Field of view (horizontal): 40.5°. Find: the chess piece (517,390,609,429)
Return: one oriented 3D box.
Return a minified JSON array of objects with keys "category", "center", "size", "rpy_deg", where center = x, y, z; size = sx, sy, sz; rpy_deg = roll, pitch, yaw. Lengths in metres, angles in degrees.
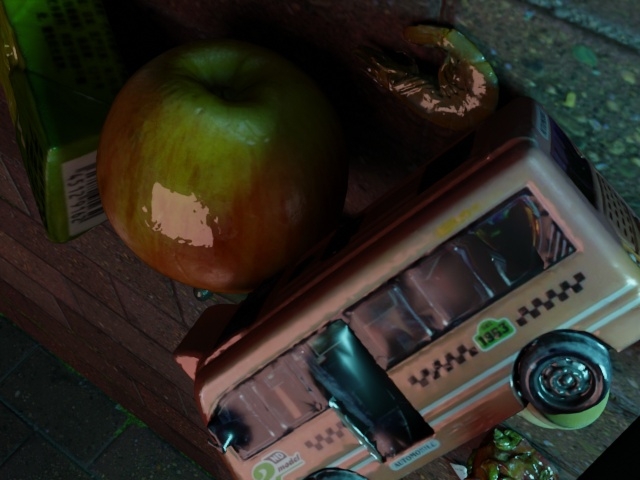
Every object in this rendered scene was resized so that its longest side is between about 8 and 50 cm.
[{"category":"chess piece","center":[0.202,0.194,1.134],"size":[0.117,0.117,0.397],"rpy_deg":[45,156,-6]}]

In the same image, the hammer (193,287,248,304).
[{"category":"hammer","center":[-0.076,0.131,1.497],"size":[0.440,0.044,0.168],"rpy_deg":[27,152,28]}]

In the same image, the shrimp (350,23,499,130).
[{"category":"shrimp","center":[0.094,-0.160,0.806],"size":[0.162,0.045,0.095],"rpy_deg":[33,153,22]}]

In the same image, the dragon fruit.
[{"category":"dragon fruit","center":[0.264,0.333,1.277],"size":[0.147,0.102,0.096],"rpy_deg":[3,143,39]}]

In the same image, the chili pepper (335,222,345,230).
[{"category":"chili pepper","center":[0.000,0.000,1.169],"size":[0.071,0.063,0.272],"rpy_deg":[29,162,-37]}]

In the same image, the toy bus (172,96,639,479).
[{"category":"toy bus","center":[0.080,0.077,0.791],"size":[0.427,0.203,0.233],"rpy_deg":[-36,100,24]}]

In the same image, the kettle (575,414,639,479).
[{"category":"kettle","center":[0.315,0.194,0.709],"size":[0.262,0.308,0.203],"rpy_deg":[20,133,52]}]

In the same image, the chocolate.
[{"category":"chocolate","center":[-0.339,-0.187,1.150],"size":[0.289,0.137,0.301],"rpy_deg":[67,157,15]}]

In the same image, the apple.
[{"category":"apple","center":[-0.103,-0.086,0.947],"size":[0.286,0.286,0.233],"rpy_deg":[32,139,19]}]

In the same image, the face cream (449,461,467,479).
[{"category":"face cream","center":[0.264,0.425,1.504],"size":[0.038,0.020,0.115],"rpy_deg":[-4,126,57]}]

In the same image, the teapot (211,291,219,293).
[{"category":"teapot","center":[-0.177,0.028,1.449],"size":[0.129,0.078,0.098],"rpy_deg":[48,114,9]}]
